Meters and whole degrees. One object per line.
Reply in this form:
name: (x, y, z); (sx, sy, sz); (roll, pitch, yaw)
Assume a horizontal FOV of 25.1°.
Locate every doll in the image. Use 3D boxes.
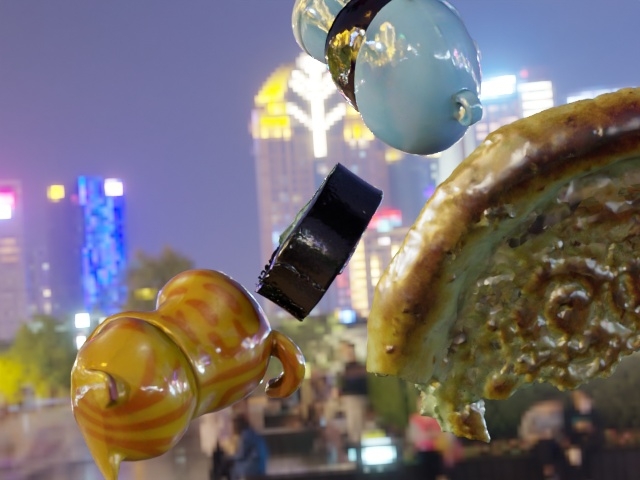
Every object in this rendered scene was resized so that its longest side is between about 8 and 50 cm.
doll: (-0.167, 0.142, 1.595); (0.162, 0.166, 0.270); (15, 31, 41)
doll: (0.076, -0.198, 1.521); (0.141, 0.177, 0.314); (-23, 41, -19)

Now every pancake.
pancake: (0.231, 0.026, 1.377); (0.427, 0.305, 0.067); (-23, 18, 4)

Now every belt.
belt: (0.000, 0.000, 1.623); (0.078, 0.198, 0.151); (34, -39, -4)
